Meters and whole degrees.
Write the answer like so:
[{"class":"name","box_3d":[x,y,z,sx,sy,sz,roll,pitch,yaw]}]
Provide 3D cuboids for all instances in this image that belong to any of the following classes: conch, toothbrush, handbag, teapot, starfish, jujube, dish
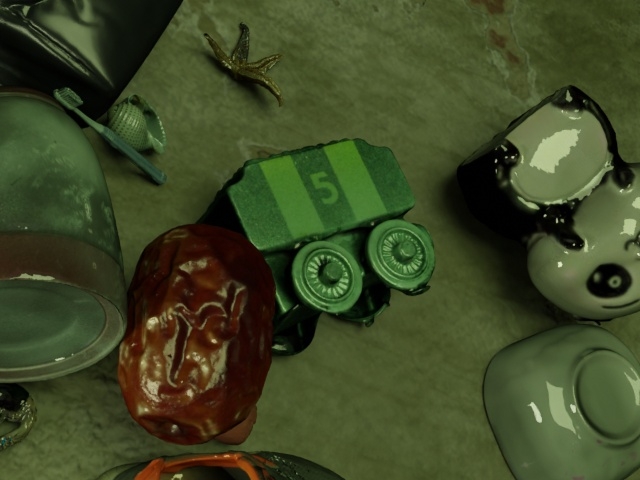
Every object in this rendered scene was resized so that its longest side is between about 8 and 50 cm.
[{"class":"conch","box_3d":[-0.231,-0.139,1.759,0.085,0.057,0.076,57,30,-36]},{"class":"toothbrush","box_3d":[-0.246,-0.123,1.694,0.219,0.019,0.016,44,32,-51]},{"class":"handbag","box_3d":[-0.305,-0.327,1.712,0.275,0.178,0.302,36,58,-14]},{"class":"teapot","box_3d":[-0.363,-0.044,1.525,0.315,0.233,0.312,33,38,-48]},{"class":"starfish","box_3d":[-0.107,-0.237,1.877,0.130,0.041,0.133,21,36,-28]},{"class":"jujube","box_3d":[-0.136,0.101,1.583,0.174,0.174,0.250,24,53,-20]},{"class":"dish","box_3d":[0.356,0.224,1.920,0.256,0.117,0.256,11,66,-26]}]

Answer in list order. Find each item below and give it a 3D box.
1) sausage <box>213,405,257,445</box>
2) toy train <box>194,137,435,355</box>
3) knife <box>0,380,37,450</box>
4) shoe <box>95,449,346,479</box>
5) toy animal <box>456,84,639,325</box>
[{"class":"sausage","box_3d":[-0.150,0.191,1.673,0.154,0.062,0.062,25,61,-19]},{"class":"toy train","box_3d":[0.000,0.000,1.777,0.299,0.167,0.238,-17,75,-35]},{"class":"knife","box_3d":[-0.428,0.276,1.493,0.089,0.043,0.365,44,57,-8]},{"class":"shoe","box_3d":[-0.079,0.289,1.610,0.336,0.171,0.132,5,68,-28]},{"class":"toy animal","box_3d":[0.359,-0.039,1.948,0.251,0.251,0.310,-37,91,-35]}]
